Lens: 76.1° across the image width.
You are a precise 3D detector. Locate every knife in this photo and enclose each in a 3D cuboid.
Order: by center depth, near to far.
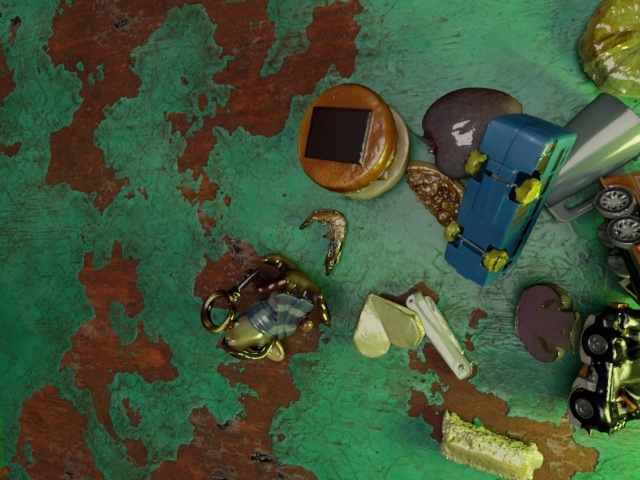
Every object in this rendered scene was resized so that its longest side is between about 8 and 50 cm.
[{"bbox_3d":[0.326,0.254,1.120,0.073,0.040,0.266,-35,82,18],"label":"knife"}]

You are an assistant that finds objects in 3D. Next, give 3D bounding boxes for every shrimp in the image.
[{"bbox_3d":[-0.001,0.000,1.223,0.147,0.035,0.195,13,91,16],"label":"shrimp"}]

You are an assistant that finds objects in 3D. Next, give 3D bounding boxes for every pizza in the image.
[{"bbox_3d":[0.316,-0.122,1.088,0.127,0.058,0.247,-32,81,20],"label":"pizza"}]

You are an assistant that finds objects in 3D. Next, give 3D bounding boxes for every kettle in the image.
[{"bbox_3d":[0.608,-0.174,0.948,0.210,0.160,0.243,39,116,-16],"label":"kettle"}]

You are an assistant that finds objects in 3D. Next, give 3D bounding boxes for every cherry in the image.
[{"bbox_3d":[0.355,-0.259,0.996,0.265,0.183,0.214,-20,89,26],"label":"cherry"}]

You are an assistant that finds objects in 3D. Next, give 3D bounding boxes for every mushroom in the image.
[{"bbox_3d":[0.554,0.188,0.988,0.141,0.117,0.188,9,107,46],"label":"mushroom"}]

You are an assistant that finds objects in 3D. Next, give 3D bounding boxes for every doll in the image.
[{"bbox_3d":[-0.160,0.208,1.207,0.318,0.209,0.340,44,109,15],"label":"doll"}]

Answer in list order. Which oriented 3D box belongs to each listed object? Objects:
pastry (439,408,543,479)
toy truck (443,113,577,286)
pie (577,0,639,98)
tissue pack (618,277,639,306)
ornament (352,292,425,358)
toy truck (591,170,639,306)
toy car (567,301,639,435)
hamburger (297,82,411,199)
[{"bbox_3d":[0.442,0.557,1.079,0.258,0.089,0.122,16,112,21],"label":"pastry"},{"bbox_3d":[0.407,-0.079,0.919,0.161,0.162,0.385,42,141,39],"label":"toy truck"},{"bbox_3d":[0.738,-0.455,0.902,0.306,0.071,0.307,0,90,21],"label":"pie"},{"bbox_3d":[0.769,0.078,0.904,0.170,0.103,0.091,-43,43,20],"label":"tissue pack"},{"bbox_3d":[0.175,0.228,1.145,0.201,0.059,0.180,-26,86,31],"label":"ornament"},{"bbox_3d":[0.695,0.040,0.793,0.206,0.173,0.388,-17,54,27],"label":"toy truck"},{"bbox_3d":[0.671,0.291,0.941,0.193,0.118,0.302,3,95,-21],"label":"toy car"},{"bbox_3d":[0.091,-0.246,1.069,0.290,0.225,0.291,1,93,28],"label":"hamburger"}]
